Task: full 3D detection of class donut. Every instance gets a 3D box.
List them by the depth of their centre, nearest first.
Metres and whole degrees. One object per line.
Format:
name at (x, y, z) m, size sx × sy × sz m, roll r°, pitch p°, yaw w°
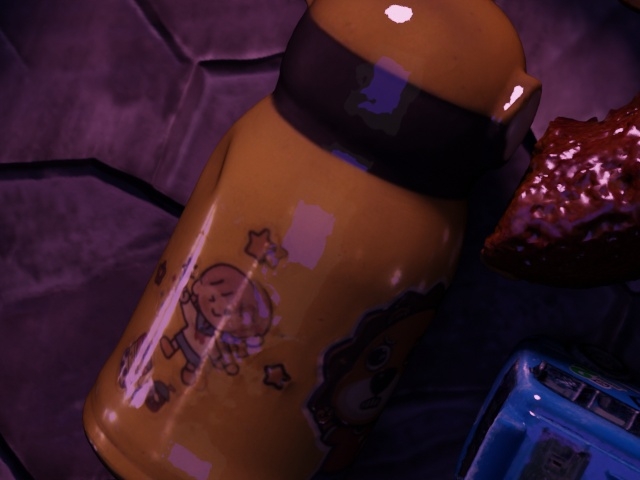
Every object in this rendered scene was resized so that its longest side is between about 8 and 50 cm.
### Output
donut at (0.206, -0.066, 0.982) m, size 0.151 × 0.112 × 0.295 m, roll 32°, pitch 110°, yaw 13°

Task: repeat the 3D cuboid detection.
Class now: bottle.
bottle at (0.000, 0.000, 1.032) m, size 0.171 × 0.171 × 0.351 m, roll 31°, pitch 109°, yaw 11°

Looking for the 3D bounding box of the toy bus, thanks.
toy bus at (0.199, 0.160, 1.014) m, size 0.246 × 0.134 × 0.114 m, roll 28°, pitch 108°, yaw 11°
